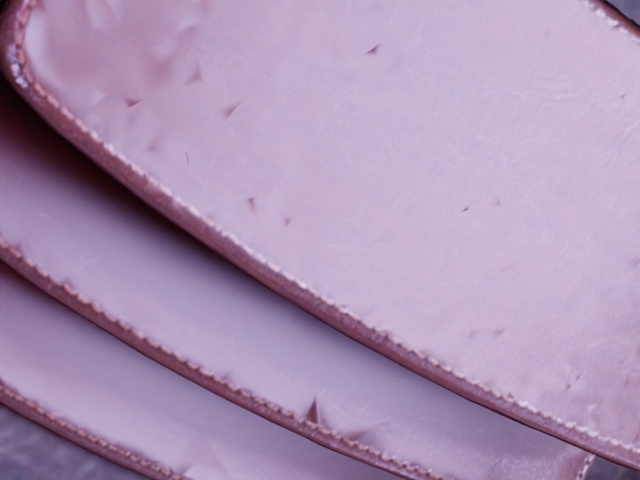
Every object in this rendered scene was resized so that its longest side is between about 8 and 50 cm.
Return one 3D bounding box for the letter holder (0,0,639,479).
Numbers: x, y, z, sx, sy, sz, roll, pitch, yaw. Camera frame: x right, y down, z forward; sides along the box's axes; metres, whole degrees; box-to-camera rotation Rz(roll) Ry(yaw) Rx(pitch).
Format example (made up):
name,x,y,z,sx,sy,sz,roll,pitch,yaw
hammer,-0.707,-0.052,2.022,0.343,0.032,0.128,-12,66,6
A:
name,x,y,z,sx,sy,sz,roll,pitch,yaw
letter holder,0.000,0.000,0.524,0.302,0.152,0.214,31,85,-27
